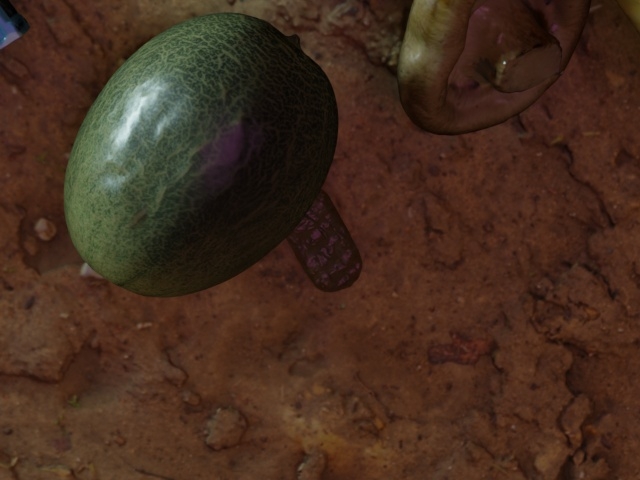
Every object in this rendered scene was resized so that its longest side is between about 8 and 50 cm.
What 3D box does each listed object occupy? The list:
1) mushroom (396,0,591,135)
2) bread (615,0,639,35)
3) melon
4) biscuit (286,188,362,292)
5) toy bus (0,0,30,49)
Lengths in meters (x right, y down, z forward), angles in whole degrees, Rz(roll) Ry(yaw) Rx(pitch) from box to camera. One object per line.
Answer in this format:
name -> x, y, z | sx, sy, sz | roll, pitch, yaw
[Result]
mushroom -> 0.187, -0.233, 1.175 | 0.278, 0.146, 0.278 | -27, 147, -19
bread -> 0.474, -0.351, 1.119 | 0.394, 0.250, 0.361 | 50, 65, -23
melon -> -0.126, -0.086, 1.126 | 0.249, 0.248, 0.329 | 37, 105, -22
biscuit -> 0.000, 0.000, 1.303 | 0.071, 0.018, 0.147 | -29, 112, -1
toy bus -> -0.454, -0.179, 1.090 | 0.297, 0.106, 0.131 | -32, 109, 1
